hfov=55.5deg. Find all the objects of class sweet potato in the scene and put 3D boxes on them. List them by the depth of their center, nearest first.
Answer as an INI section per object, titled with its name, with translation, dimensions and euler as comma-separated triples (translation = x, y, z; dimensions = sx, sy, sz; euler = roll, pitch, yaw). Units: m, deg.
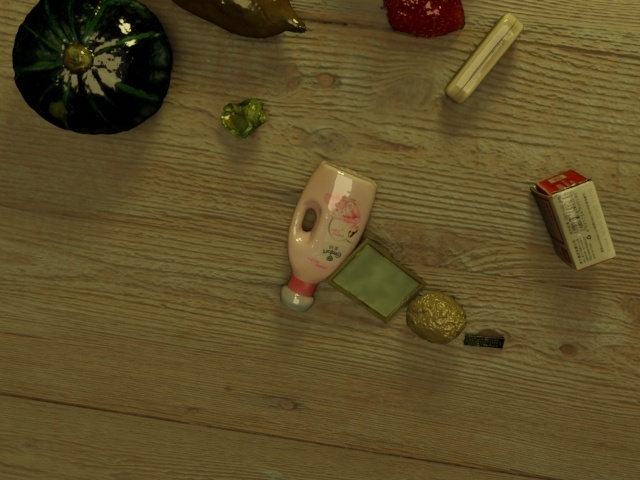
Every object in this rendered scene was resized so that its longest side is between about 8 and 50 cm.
[sweet potato]
translation = -0.195, -0.502, 1.206
dimensions = 0.369, 0.158, 0.158
euler = 32, 105, -12

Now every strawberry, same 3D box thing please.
[strawberry]
translation = 0.210, -0.472, 1.218
dimensions = 0.187, 0.082, 0.147
euler = 27, 112, -8

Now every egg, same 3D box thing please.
[egg]
translation = 0.261, 0.174, 1.360
dimensions = 0.140, 0.118, 0.116
euler = 3, 86, 20

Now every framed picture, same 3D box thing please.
[framed picture]
translation = 0.128, 0.094, 1.368
dimensions = 0.200, 0.010, 0.136
euler = 36, 105, -28

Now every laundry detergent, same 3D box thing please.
[laundry detergent]
translation = 0.000, 0.000, 1.349
dimensions = 0.158, 0.088, 0.335
euler = 23, 106, -3

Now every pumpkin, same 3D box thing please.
[pumpkin]
translation = -0.455, -0.355, 1.215
dimensions = 0.314, 0.238, 0.316
euler = 0, 101, 2

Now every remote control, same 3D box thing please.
[remote control]
translation = 0.381, 0.234, 1.419
dimensions = 0.090, 0.016, 0.034
euler = 4, 121, 4

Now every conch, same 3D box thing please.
[conch]
translation = -0.164, -0.261, 1.298
dimensions = 0.121, 0.074, 0.089
euler = 13, 71, 22

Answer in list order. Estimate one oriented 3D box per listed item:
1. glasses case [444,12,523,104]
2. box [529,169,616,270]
[glasses case]
translation = 0.328, -0.365, 1.228
dimensions = 0.050, 0.083, 0.196
euler = 36, 106, -7
[box]
translation = 0.527, -0.045, 1.273
dimensions = 0.099, 0.133, 0.182
euler = -22, 104, 9
